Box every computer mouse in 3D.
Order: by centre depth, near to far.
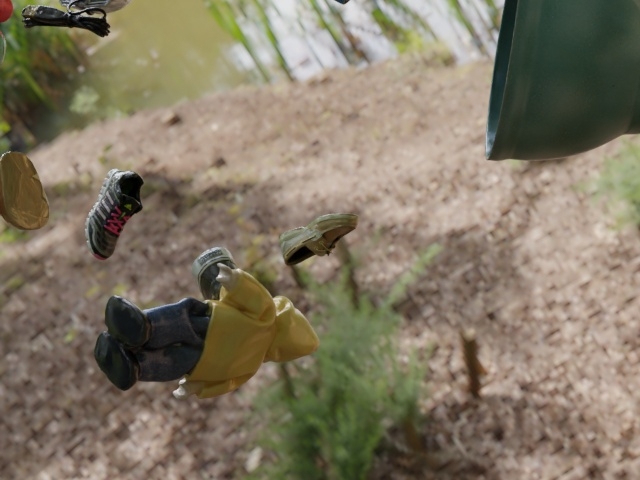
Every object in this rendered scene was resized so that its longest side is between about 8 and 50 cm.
[{"bbox_3d":[-0.249,-0.264,1.562,0.106,0.042,0.193,3,27,17],"label":"computer mouse"}]

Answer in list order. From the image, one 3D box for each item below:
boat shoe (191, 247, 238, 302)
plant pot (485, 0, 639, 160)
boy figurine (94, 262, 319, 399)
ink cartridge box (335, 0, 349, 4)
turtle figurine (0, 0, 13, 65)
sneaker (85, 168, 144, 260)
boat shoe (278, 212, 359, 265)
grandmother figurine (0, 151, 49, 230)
[{"bbox_3d":[-0.114,0.093,1.867,0.077,0.219,0.070,-32,59,-3],"label":"boat shoe"},{"bbox_3d":[0.329,-0.234,1.800,0.196,0.293,0.293,8,33,2],"label":"plant pot"},{"bbox_3d":[-0.118,0.105,1.665,0.285,0.177,0.092,-4,29,-41],"label":"boy figurine"},{"bbox_3d":[-0.044,-0.424,1.609,0.307,0.129,0.223,27,42,12],"label":"ink cartridge box"},{"bbox_3d":[-0.251,-0.147,0.827,0.118,0.175,0.234,-20,53,-28],"label":"turtle figurine"},{"bbox_3d":[-0.343,-0.049,2.380,0.074,0.063,0.170,-9,57,42],"label":"sneaker"},{"bbox_3d":[0.000,0.000,1.849,0.135,0.050,0.045,-24,63,44],"label":"boat shoe"},{"bbox_3d":[-0.426,0.000,1.321,0.342,0.207,0.104,-23,54,33],"label":"grandmother figurine"}]
